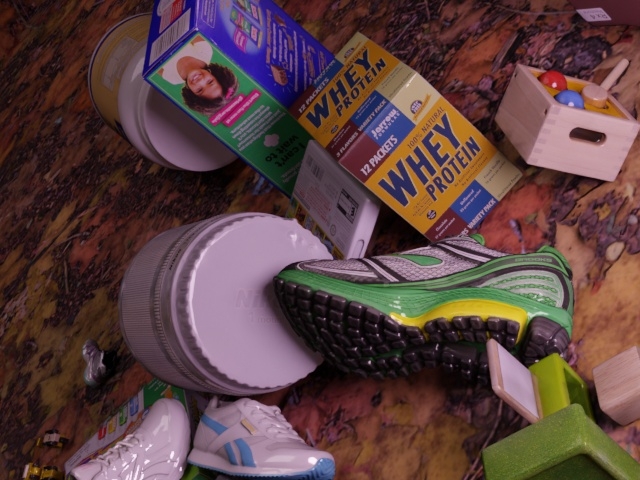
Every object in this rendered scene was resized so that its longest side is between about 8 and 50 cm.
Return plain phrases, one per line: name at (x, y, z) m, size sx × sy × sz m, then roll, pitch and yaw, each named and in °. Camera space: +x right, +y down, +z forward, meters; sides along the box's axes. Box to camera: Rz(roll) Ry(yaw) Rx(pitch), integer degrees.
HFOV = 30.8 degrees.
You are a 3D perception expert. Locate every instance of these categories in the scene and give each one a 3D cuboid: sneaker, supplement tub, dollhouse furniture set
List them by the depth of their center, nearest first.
dollhouse furniture set at (0.291, 0.100, 0.964) m, size 0.301 × 0.151 × 0.198 m, roll -34°, pitch 34°, yaw 28°
sneaker at (0.108, 0.065, 1.244) m, size 0.343 × 0.134 × 0.146 m, roll 5°, pitch 46°, yaw 26°
sneaker at (-0.070, 0.234, 1.353) m, size 0.228 × 0.087 × 0.092 m, roll 1°, pitch 73°, yaw 46°
sneaker at (-0.245, 0.289, 1.426) m, size 0.090 × 0.115 × 0.232 m, roll -2°, pitch 57°, yaw 52°
sneaker at (-0.348, 0.184, 1.865) m, size 0.069 × 0.038 × 0.098 m, roll -38°, pitch 42°, yaw 19°
supplement tub at (-0.251, -0.256, 1.999) m, size 0.241 × 0.241 × 0.331 m, roll -52°, pitch 30°, yaw -1°

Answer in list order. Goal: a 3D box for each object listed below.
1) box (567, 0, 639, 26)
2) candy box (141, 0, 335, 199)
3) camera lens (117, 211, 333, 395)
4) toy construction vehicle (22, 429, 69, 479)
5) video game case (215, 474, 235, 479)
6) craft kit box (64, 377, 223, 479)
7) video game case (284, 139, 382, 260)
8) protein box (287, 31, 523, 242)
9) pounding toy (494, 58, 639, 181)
box at (0.359, -0.368, 1.285) m, size 0.168 × 0.167 × 0.203 m, roll 11°, pitch 67°, yaw 57°
candy box at (-0.098, -0.245, 1.703) m, size 0.122 × 0.317 × 0.268 m, roll -37°, pitch 32°, yaw 26°
camera lens at (-0.117, 0.080, 1.439) m, size 0.219 × 0.219 × 0.274 m, roll -61°, pitch 20°, yaw -16°
toy construction vehicle at (-0.421, 0.341, 1.802) m, size 0.098 × 0.035 × 0.086 m, roll -20°, pitch 53°, yaw 46°
video game case at (-0.097, 0.428, 1.257) m, size 0.329 × 0.036 × 0.300 m, roll 7°, pitch 63°, yaw 56°
craft kit box at (-0.243, 0.317, 1.562) m, size 0.250 × 0.061 × 0.247 m, roll -44°, pitch 34°, yaw 13°
video game case at (0.000, 0.000, 1.514) m, size 0.227 × 0.026 × 0.206 m, roll 50°, pitch 126°, yaw 59°
protein box at (0.099, -0.121, 1.414) m, size 0.136 × 0.201 × 0.200 m, roll -49°, pitch 30°, yaw 6°
pounding toy at (0.283, -0.144, 1.273) m, size 0.130 × 0.141 × 0.100 m, roll -111°, pitch 36°, yaw -56°
